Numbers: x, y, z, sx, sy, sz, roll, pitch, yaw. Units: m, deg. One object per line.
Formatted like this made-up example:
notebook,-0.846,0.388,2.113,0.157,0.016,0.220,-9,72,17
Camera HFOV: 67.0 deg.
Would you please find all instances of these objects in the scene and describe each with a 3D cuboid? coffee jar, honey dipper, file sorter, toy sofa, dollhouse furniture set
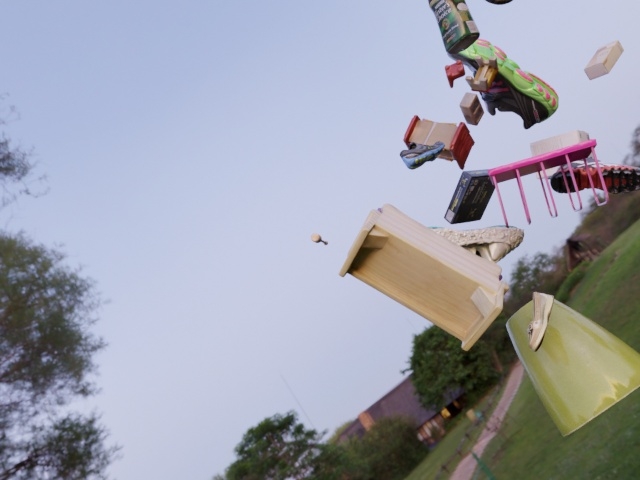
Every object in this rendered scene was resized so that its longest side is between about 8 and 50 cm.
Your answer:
coffee jar,0.362,-0.619,1.328,0.078,0.185,0.096,-15,-7,-24
honey dipper,0.000,0.000,1.706,0.030,0.030,0.160,-40,-14,5
file sorter,0.681,-0.156,1.458,0.290,0.183,0.202,-16,-7,21
toy sofa,0.242,0.077,1.143,0.150,0.362,0.177,-64,-8,33
dollhouse furniture set,0.477,-0.463,1.732,0.152,0.201,0.375,35,-100,-54

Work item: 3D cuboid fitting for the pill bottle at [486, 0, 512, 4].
pill bottle,0.491,-0.732,1.234,0.122,0.123,0.219,-31,-16,-14

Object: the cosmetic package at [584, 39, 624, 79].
cosmetic package,0.817,-0.520,1.393,0.115,0.041,0.060,-50,18,-22

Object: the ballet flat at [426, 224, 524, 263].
ballet flat,0.505,0.034,1.604,0.408,0.147,0.147,-1,-35,-16

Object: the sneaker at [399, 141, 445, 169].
sneaker,0.314,-0.275,1.479,0.188,0.078,0.067,-26,-22,-37

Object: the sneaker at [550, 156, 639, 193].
sneaker,0.900,-0.217,1.565,0.135,0.275,0.098,-53,-45,-42

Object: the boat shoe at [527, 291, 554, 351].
boat shoe,0.502,0.187,1.122,0.153,0.048,0.056,-60,-29,-27

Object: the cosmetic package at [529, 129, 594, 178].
cosmetic package,0.961,-0.336,1.918,0.183,0.152,0.151,-12,-3,44

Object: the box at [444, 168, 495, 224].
box,0.638,-0.184,2.033,0.183,0.059,0.233,-9,-50,-31

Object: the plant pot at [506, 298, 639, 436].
plant pot,0.631,0.295,1.244,0.274,0.294,0.275,-25,-33,-17

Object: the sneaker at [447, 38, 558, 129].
sneaker,0.667,-0.595,1.847,0.185,0.482,0.202,-50,-3,-47
